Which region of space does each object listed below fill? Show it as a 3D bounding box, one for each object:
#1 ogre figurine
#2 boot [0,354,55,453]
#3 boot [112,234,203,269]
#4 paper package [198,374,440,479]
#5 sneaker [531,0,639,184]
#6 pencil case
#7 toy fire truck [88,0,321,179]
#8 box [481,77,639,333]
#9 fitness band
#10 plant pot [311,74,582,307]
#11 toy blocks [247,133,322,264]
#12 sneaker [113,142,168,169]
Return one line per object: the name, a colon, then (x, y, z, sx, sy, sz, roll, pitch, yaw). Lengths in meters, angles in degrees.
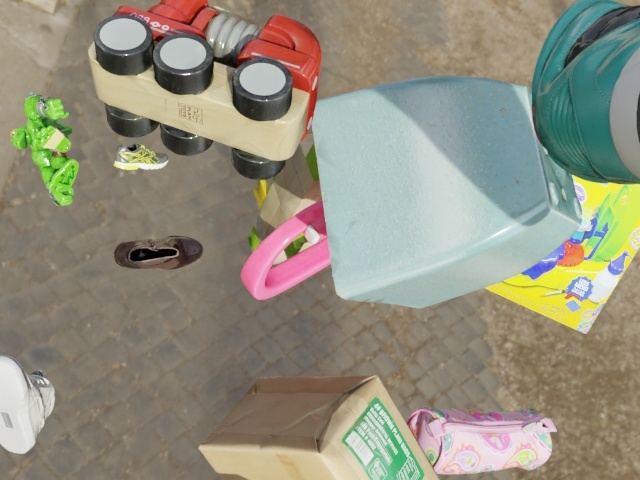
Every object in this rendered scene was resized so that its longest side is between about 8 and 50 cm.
ogre figurine: (-0.459, -0.164, 1.320, 0.097, 0.197, 0.118, -35, 51, -17)
boot: (-0.584, 0.288, 1.522, 0.095, 0.258, 0.123, 13, 38, 4)
boot: (-0.383, 0.036, 1.946, 0.248, 0.207, 0.090, -3, 93, -28)
paper package: (0.020, 0.386, 1.237, 0.168, 0.309, 0.325, -46, 114, -40)
sneaker: (0.250, -0.109, 0.485, 0.295, 0.178, 0.124, -19, 105, -18)
pencil case: (0.292, 0.360, 1.421, 0.284, 0.124, 0.124, 7, 47, -29)
toy fire truck: (-0.095, -0.199, 0.837, 0.217, 0.158, 0.246, 19, 56, 7)
box: (0.330, -0.055, 1.209, 0.290, 0.279, 0.177, 23, 12, -19)
fitness band: (0.000, 0.000, 1.262, 0.291, 0.209, 0.054, -27, 72, -35)
plant pot: (0.169, -0.067, 0.955, 0.248, 0.252, 0.247, 13, 65, -58)
toy blocks: (0.043, -0.079, 1.468, 0.260, 0.381, 0.191, -7, 62, -25)
sneaker: (-0.247, -0.118, 1.087, 0.031, 0.035, 0.083, 24, 25, 39)
